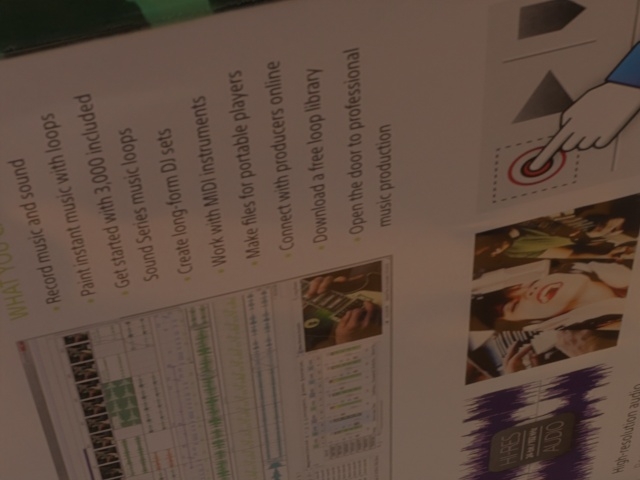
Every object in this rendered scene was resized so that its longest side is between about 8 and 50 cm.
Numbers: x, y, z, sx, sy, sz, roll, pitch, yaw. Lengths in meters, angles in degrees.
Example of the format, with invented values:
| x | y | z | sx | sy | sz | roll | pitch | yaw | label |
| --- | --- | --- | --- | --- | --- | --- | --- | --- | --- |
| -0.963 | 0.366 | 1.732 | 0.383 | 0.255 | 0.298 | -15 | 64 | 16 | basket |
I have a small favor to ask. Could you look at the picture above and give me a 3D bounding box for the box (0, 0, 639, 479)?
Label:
| x | y | z | sx | sy | sz | roll | pitch | yaw | label |
| --- | --- | --- | --- | --- | --- | --- | --- | --- | --- |
| 0.000 | 0.000 | 0.422 | 0.322 | 0.232 | 0.058 | -14 | -124 | -8 | box |
